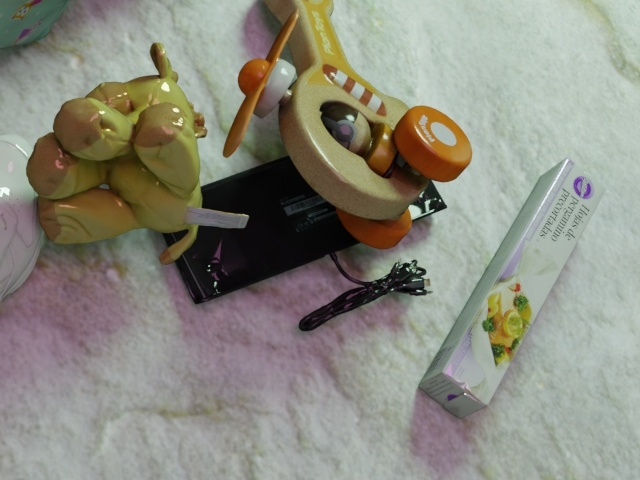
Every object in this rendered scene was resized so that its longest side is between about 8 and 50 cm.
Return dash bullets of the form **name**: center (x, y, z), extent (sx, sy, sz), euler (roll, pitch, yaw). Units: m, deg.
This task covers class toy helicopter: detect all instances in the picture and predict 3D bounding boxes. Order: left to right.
- **toy helicopter**: center (-0.007, -0.167, 1.321), extent (0.235, 0.140, 0.355), euler (11, 45, -34)

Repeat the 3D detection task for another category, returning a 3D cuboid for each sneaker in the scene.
- **sneaker**: center (-0.323, 0.025, 1.130), extent (0.114, 0.152, 0.305), euler (25, 62, -10)

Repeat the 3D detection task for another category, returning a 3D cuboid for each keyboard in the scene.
- **keyboard**: center (0.000, 0.000, 1.342), extent (0.317, 0.033, 0.202), euler (-21, 74, -26)

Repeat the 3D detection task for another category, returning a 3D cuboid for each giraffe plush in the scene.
- **giraffe plush**: center (-0.174, -0.099, 1.220), extent (0.210, 0.181, 0.171), euler (19, 41, -28)

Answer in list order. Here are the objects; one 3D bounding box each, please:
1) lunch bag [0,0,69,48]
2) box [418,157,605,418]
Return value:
- **lunch bag**: center (-0.360, -0.310, 1.186), extent (0.262, 0.160, 0.223), euler (47, 18, -3)
- **box**: center (0.216, 0.048, 1.394), extent (0.063, 0.067, 0.324), euler (38, 61, -7)
